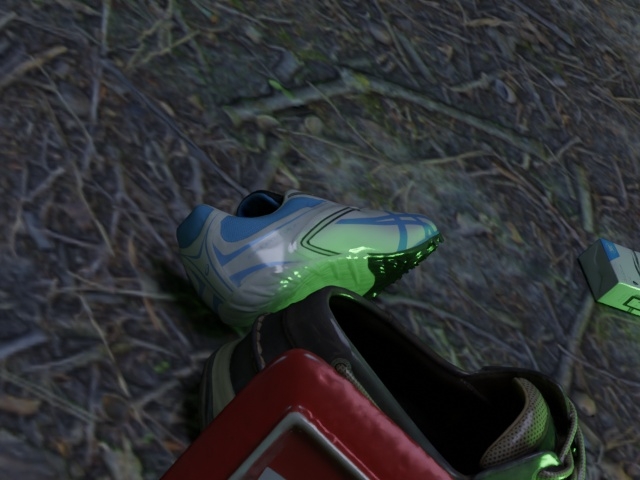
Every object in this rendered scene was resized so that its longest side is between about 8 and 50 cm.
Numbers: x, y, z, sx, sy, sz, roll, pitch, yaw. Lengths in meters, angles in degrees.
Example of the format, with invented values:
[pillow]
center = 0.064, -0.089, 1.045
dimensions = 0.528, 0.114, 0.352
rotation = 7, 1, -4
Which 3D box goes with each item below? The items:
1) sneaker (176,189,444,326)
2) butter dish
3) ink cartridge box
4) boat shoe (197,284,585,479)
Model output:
[sneaker]
center = 0.000, 0.000, 1.255
dimensions = 0.237, 0.085, 0.086
rotation = -7, 63, -54
[butter dish]
center = -0.002, 0.160, 1.032
dimensions = 0.160, 0.160, 0.118
rotation = 43, 5, 8
[ink cartridge box]
center = 0.255, 0.033, 1.568
dimensions = 0.083, 0.028, 0.048
rotation = 18, 41, -38
[boat shoe]
center = 0.097, 0.148, 1.150
dimensions = 0.355, 0.130, 0.132
rotation = 30, 34, -23
